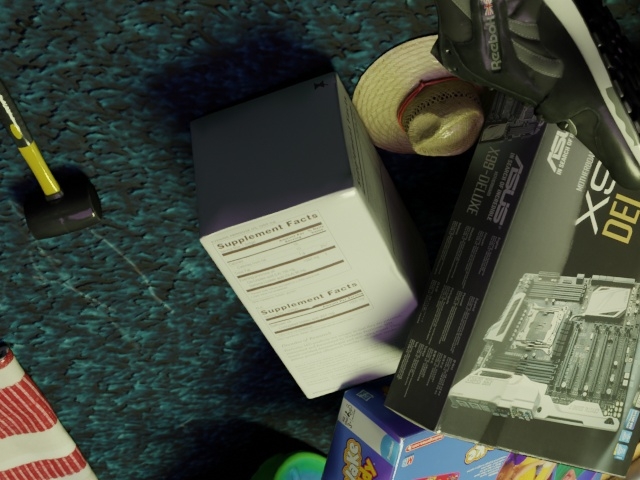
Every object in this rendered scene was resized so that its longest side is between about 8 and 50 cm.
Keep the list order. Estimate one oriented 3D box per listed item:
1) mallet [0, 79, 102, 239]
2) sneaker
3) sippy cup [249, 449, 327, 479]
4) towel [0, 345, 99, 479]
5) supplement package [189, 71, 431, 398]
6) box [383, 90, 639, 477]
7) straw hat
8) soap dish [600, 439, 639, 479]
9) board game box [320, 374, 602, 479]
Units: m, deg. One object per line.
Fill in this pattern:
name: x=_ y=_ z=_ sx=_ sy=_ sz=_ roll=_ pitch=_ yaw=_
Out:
mallet: x=-0.244 y=-0.071 z=1.386 sx=0.062 sy=0.039 sz=0.190 roll=-22 pitch=133 yaw=11
sneaker: x=0.157 y=-0.150 z=1.318 sx=0.124 sy=0.107 sz=0.283 roll=-27 pitch=104 yaw=24
sippy cup: x=-0.075 y=0.362 z=1.779 sx=0.224 sy=0.240 sz=0.305 roll=-25 pitch=116 yaw=25
towel: x=-0.352 y=0.240 z=1.688 sx=0.237 sy=0.037 sz=0.329 roll=-18 pitch=138 yaw=2
supplement package: x=0.000 y=0.000 z=1.449 sx=0.134 sy=0.139 sz=0.244 roll=-18 pitch=138 yaw=11
box: x=0.211 y=0.032 z=1.464 sx=0.242 sy=0.076 sz=0.307 roll=18 pitch=93 yaw=-39
straw hat: x=0.102 y=-0.103 z=1.429 sx=0.144 sy=0.061 sz=0.144 roll=-9 pitch=139 yaw=-8
soap dish: x=0.397 y=0.232 z=1.839 sx=0.229 sy=0.118 sz=0.291 roll=25 pitch=124 yaw=-37
board game box: x=0.146 y=0.217 z=1.632 sx=0.347 sy=0.078 sz=0.233 roll=-13 pitch=128 yaw=-41
